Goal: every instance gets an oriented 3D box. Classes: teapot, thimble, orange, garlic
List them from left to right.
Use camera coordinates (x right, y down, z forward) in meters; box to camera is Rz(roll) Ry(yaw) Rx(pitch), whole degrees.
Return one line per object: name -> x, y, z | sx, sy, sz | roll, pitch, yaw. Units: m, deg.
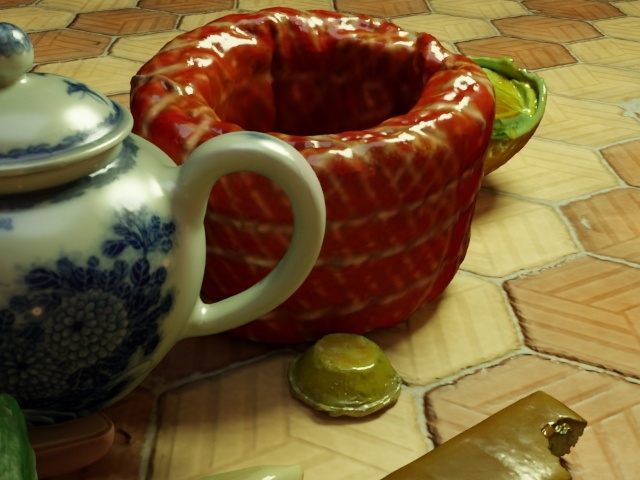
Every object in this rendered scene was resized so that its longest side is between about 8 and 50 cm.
teapot -> -0.208, -0.018, 0.689 | 0.424, 0.279, 0.252 | 2, 28, 2
garlic -> -0.054, 0.180, 0.677 | 0.083, 0.041, 0.053 | -6, 21, 2
thimble -> -0.016, -0.073, 0.940 | 0.351, 0.230, 0.350 | 3, 37, -2
orange -> 0.118, -0.168, 1.218 | 0.335, 0.196, 0.263 | 17, 38, 36

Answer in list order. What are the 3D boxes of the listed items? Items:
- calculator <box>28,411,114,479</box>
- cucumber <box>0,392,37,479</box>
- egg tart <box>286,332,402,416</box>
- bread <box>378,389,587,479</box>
calculator -> -0.317, 0.126, 0.769 | 0.330, 0.048, 0.220 | -1, 27, -1
cucumber -> -0.223, 0.184, 0.469 | 0.145, 0.105, 0.325 | 5, 47, 2
egg tart -> 0.021, 0.110, 0.824 | 0.105, 0.039, 0.105 | 3, 26, -1
bread -> 0.115, 0.177, 0.679 | 0.226, 0.049, 0.088 | -19, 32, -37
